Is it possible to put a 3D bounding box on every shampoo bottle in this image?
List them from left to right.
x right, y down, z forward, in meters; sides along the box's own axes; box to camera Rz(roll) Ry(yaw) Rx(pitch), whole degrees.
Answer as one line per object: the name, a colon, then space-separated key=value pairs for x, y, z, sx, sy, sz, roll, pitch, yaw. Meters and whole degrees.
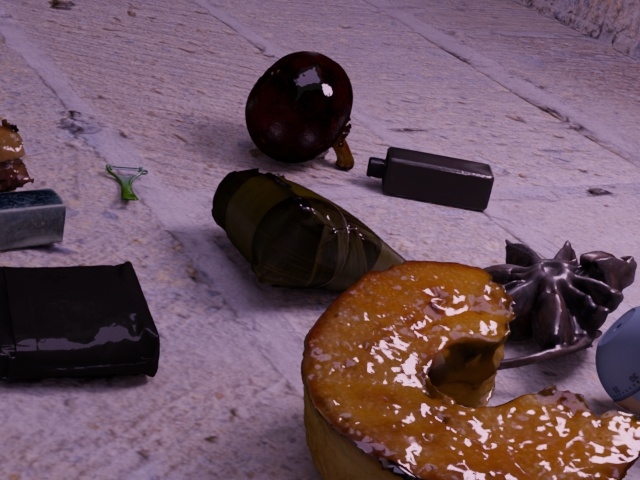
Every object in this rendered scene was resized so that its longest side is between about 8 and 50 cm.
shampoo bottle: x=0.214 y=-0.125 z=2.286 sx=0.246 sy=0.079 sz=0.080 roll=10 pitch=24 yaw=-4

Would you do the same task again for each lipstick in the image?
lipstick: x=-0.532 y=-0.024 z=1.744 sx=0.289 sy=0.076 sz=0.077 roll=-9 pitch=33 yaw=-33

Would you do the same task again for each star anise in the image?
star anise: x=0.343 y=0.104 z=1.818 sx=0.359 sy=0.139 sz=0.316 roll=-13 pitch=23 yaw=-14

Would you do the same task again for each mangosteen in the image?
mangosteen: x=-0.018 y=-0.242 z=2.310 sx=0.261 sy=0.235 sz=0.235 roll=41 pitch=18 yaw=-17

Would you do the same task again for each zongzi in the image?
zongzi: x=0.000 y=0.000 z=1.893 sx=0.317 sy=0.154 sz=0.289 roll=21 pitch=14 yaw=-30

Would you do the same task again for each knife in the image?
knife: x=-0.339 y=-0.097 z=2.049 sx=0.078 sy=0.023 sz=0.166 roll=-2 pitch=25 yaw=-13

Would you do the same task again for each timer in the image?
timer: x=0.490 y=0.212 z=1.641 sx=0.175 sy=0.255 sz=0.175 roll=-26 pitch=10 yaw=5

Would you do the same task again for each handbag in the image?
handbag: x=-0.341 y=0.099 z=1.557 sx=0.223 sy=0.080 sz=0.247 roll=1 pitch=26 yaw=-20

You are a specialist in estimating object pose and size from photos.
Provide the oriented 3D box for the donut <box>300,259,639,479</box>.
donut: x=0.148 y=0.213 z=1.408 sx=0.377 sy=0.163 sz=0.435 roll=-5 pitch=35 yaw=-23

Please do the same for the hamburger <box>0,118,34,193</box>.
hamburger: x=-0.623 y=-0.135 z=1.844 sx=0.245 sy=0.155 sz=0.282 roll=-8 pitch=28 yaw=-36
